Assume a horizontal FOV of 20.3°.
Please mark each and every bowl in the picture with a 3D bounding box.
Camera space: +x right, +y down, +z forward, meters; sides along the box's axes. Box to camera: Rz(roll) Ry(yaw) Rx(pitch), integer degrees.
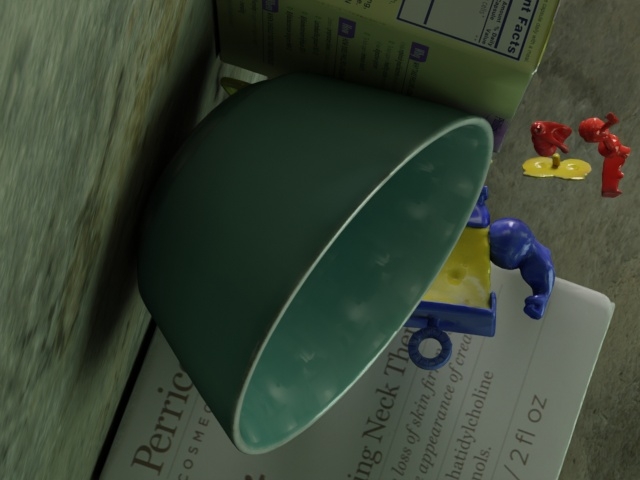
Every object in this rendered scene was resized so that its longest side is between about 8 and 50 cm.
[{"bbox_3d":[-0.023,-0.007,1.371,0.311,0.163,0.311,-46,160,-22],"label":"bowl"}]

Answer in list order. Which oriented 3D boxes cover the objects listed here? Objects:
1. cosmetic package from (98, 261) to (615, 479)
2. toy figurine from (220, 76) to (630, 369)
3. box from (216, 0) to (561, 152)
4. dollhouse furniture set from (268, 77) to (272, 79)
[{"bbox_3d":[0.030,0.168,1.755,0.327,0.394,0.329,99,10,-78],"label":"cosmetic package"},{"bbox_3d":[0.076,-0.001,1.532,0.191,0.363,0.217,73,23,-79],"label":"toy figurine"},{"bbox_3d":[0.052,-0.183,1.355,0.213,0.243,0.117,95,15,-77],"label":"box"},{"bbox_3d":[0.036,-0.171,1.981,0.242,0.161,0.212,91,19,-82],"label":"dollhouse furniture set"}]
